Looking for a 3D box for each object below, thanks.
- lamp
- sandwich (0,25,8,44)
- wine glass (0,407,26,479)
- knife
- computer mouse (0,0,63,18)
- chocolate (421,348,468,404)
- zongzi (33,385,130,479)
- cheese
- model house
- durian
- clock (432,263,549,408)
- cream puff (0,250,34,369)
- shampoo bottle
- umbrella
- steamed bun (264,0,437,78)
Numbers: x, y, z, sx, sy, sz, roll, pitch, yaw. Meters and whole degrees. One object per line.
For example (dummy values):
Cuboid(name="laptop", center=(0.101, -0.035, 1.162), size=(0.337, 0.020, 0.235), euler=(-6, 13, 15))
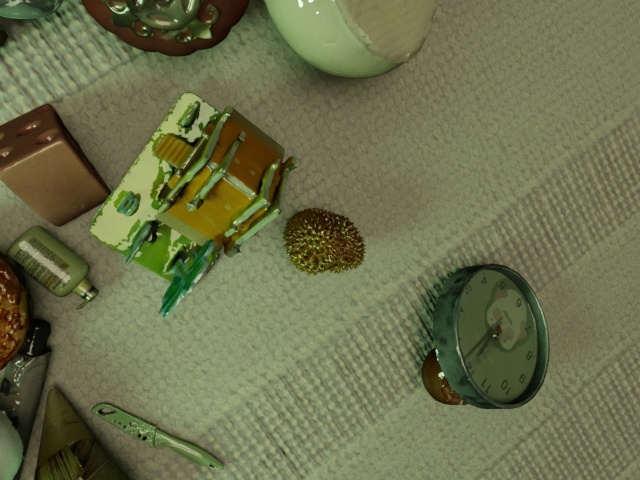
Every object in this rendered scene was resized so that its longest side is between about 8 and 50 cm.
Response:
Cuboid(name="lamp", center=(-0.259, -0.459, 0.787), size=(0.302, 0.257, 0.303), euler=(-9, 140, -7))
Cuboid(name="sandwich", center=(-0.659, -0.333, 0.790), size=(0.235, 0.079, 0.159), euler=(-38, 99, -10))
Cuboid(name="wine glass", center=(-0.635, 0.420, 0.758), size=(0.190, 0.190, 0.357), euler=(40, 106, -14))
Cuboid(name="knife", center=(-0.324, 0.402, 0.969), size=(0.293, 0.020, 0.043), euler=(35, 87, -14))
Cuboid(name="computer mouse", center=(-0.587, -0.510, 0.792), size=(0.379, 0.090, 0.167), euler=(41, 84, -9))
Cuboid(name="chocolate", center=(0.285, 0.292, 1.066), size=(0.127, 0.124, 0.133), euler=(-15, 102, 22))
Cuboid(name="zongzi", center=(-0.511, 0.468, 0.883), size=(0.273, 0.145, 0.300), euler=(-38, 85, -3))
Cuboid(name="cheese", center=(-0.470, -0.113, 0.847), size=(0.128, 0.203, 0.177), euler=(-34, 133, -14))
Cuboid(name="model house", center=(-0.215, -0.062, 0.803), size=(0.242, 0.312, 0.358), euler=(37, 85, -20))
Cuboid(name="durian", center=(0.000, 0.000, 0.949), size=(0.158, 0.168, 0.137), euler=(15, 108, -53))
Cuboid(name="clock", center=(0.384, 0.208, 1.060), size=(0.318, 0.066, 0.320), euler=(8, 75, -30))
Cuboid(name="cream puff", center=(-0.590, 0.115, 0.777), size=(0.239, 0.164, 0.240), euler=(0, 90, 4))
Cuboid(name="shampoo bottle", center=(-0.473, 0.052, 0.869), size=(0.162, 0.079, 0.079), euler=(43, 83, -14))
Cuboid(name="umbrella", center=(-0.552, 0.308, 0.872), size=(0.067, 0.073, 0.338), euler=(15, 90, -11))
Cuboid(name="steamed bun", center=(0.036, -0.478, 0.862), size=(0.374, 0.241, 0.375), euler=(-10, 103, -49))
